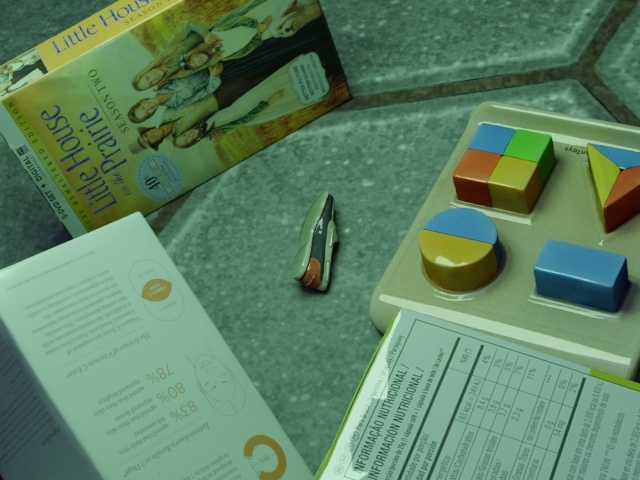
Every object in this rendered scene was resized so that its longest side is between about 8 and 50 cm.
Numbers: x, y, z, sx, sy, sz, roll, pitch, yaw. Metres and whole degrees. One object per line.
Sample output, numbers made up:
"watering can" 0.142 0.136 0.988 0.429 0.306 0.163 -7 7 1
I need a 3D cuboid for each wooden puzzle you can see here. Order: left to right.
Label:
"wooden puzzle" 0.258 -0.015 1.606 0.322 0.080 0.347 14 60 26

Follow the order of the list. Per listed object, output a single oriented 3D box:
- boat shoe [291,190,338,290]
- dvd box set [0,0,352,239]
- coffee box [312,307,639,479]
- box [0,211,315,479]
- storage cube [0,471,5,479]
"boat shoe" 0.000 0.000 1.706 0.043 0.049 0.137 25 52 -16
"dvd box set" -0.183 -0.188 1.738 0.420 0.307 0.062 -30 53 -6
"coffee box" 0.146 0.321 1.140 0.335 0.337 0.338 17 48 13
"box" -0.203 0.180 1.409 0.215 0.168 0.345 -26 79 -44
"storage cube" -0.376 0.251 1.533 0.215 0.183 0.193 1 47 18
